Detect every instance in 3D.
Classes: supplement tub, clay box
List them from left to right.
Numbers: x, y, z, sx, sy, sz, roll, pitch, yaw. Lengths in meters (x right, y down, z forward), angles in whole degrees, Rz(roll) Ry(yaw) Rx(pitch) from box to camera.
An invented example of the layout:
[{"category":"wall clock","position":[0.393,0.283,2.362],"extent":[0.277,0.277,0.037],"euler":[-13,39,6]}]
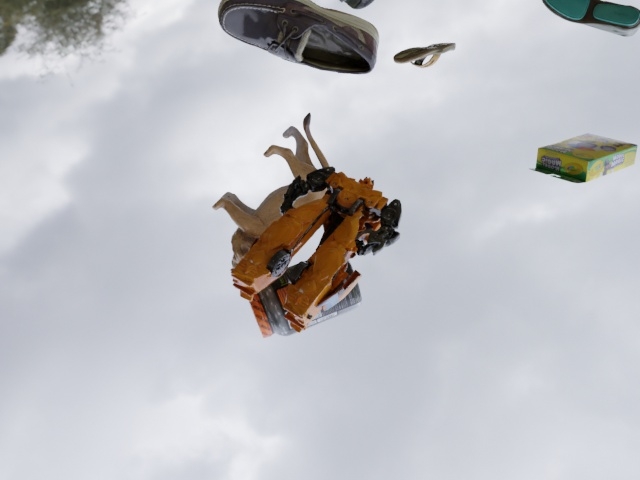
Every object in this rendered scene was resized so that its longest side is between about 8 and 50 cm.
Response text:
[{"category":"supplement tub","position":[-0.031,0.099,1.211],"extent":[0.190,0.117,0.117],"euler":[-20,-148,-8]},{"category":"clay box","position":[0.574,-0.182,1.480],"extent":[0.222,0.053,0.127],"euler":[-17,-150,-35]}]

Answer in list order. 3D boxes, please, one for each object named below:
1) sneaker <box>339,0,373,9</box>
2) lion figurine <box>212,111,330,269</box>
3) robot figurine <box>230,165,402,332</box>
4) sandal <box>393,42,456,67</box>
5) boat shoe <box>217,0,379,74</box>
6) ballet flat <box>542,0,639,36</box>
[{"category":"sneaker","position":[-0.023,-0.550,1.182],"extent":[0.122,0.330,0.146],"euler":[-39,-128,9]},{"category":"lion figurine","position":[-0.083,-0.076,1.549],"extent":[0.392,0.240,0.142],"euler":[-46,-172,7]},{"category":"robot figurine","position":[0.000,0.000,1.098],"extent":[0.211,0.085,0.291],"euler":[30,-122,21]},{"category":"sandal","position":[0.258,-0.445,1.639],"extent":[0.180,0.049,0.072],"euler":[-21,-153,-30]},{"category":"boat shoe","position":[-0.034,-0.349,1.149],"extent":[0.285,0.103,0.092],"euler":[12,-134,-14]},{"category":"ballet flat","position":[0.568,-0.478,1.428],"extent":[0.213,0.068,0.072],"euler":[24,-92,17]}]
